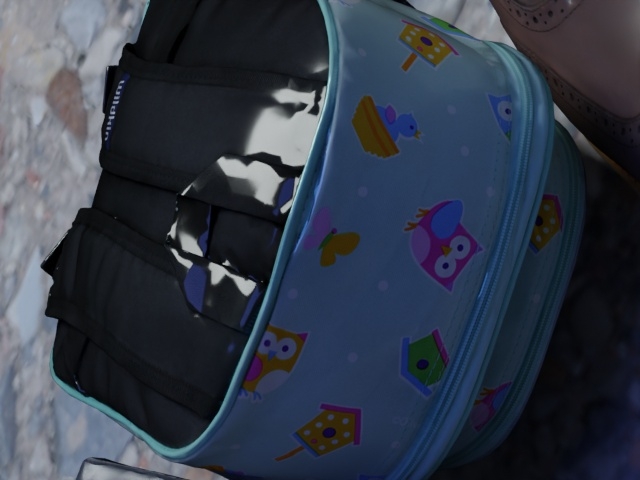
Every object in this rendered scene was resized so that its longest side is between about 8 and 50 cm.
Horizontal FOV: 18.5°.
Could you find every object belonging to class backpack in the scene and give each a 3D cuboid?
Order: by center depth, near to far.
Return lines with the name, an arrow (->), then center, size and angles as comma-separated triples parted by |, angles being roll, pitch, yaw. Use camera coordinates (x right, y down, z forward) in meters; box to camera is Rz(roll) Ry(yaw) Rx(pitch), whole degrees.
backpack -> 0.000, 0.000, 0.623 | 0.188, 0.144, 0.166 | -160, 89, -74

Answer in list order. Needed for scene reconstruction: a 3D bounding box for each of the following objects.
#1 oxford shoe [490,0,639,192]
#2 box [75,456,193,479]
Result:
oxford shoe -> 0.074, -0.101, 0.620 | 0.097, 0.098, 0.271 | -50, 46, 24
box -> -0.023, 0.186, 0.586 | 0.153, 0.108, 0.207 | 7, 71, 41
